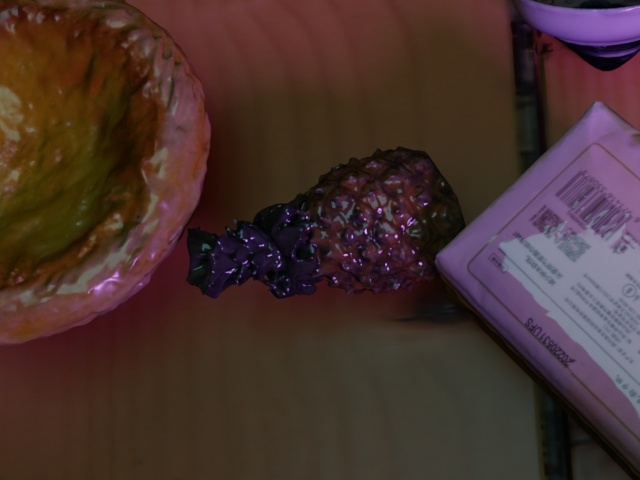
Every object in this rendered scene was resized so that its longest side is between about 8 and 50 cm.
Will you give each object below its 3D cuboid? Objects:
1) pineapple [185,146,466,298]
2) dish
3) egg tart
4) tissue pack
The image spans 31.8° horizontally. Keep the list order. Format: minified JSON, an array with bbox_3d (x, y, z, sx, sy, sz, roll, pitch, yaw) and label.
[{"bbox_3d":[0.000,0.000,0.794,0.198,0.108,0.108,-15,68,-8],"label":"pineapple"},{"bbox_3d":[0.211,-0.164,0.833,0.141,0.078,0.141,-7,34,4],"label":"dish"},{"bbox_3d":[-0.225,-0.055,0.883,0.319,0.128,0.319,-5,70,12],"label":"egg tart"},{"bbox_3d":[0.209,0.049,0.729,0.159,0.125,0.234,-44,68,0],"label":"tissue pack"}]
